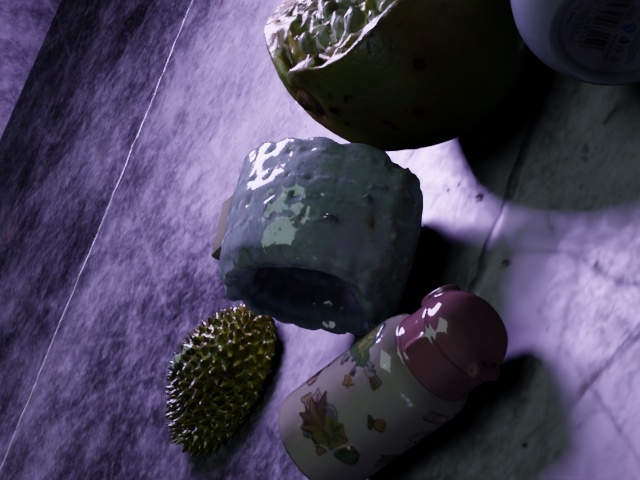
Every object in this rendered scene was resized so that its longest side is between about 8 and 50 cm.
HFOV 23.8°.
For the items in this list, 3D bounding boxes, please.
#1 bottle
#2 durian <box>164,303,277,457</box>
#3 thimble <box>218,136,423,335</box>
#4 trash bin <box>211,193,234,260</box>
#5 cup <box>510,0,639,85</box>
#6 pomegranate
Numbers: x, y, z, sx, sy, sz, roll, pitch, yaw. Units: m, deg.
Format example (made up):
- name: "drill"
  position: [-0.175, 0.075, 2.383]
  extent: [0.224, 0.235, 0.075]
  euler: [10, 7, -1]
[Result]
- name: "bottle"
  position: [0.076, 0.140, 1.484]
  extent: [0.253, 0.120, 0.120]
  euler: [-41, 34, 34]
- name: "durian"
  position: [-0.140, 0.170, 1.860]
  extent: [0.220, 0.095, 0.137]
  euler: [-57, 26, 25]
- name: "thimble"
  position: [0.000, 0.000, 1.644]
  extent: [0.250, 0.205, 0.172]
  euler: [-9, 59, 51]
- name: "trash bin"
  position: [-0.103, -0.012, 1.992]
  extent: [0.043, 0.061, 0.092]
  euler: [-38, 34, 39]
- name: "cup"
  position: [0.271, -0.304, 1.457]
  extent: [0.205, 0.205, 0.312]
  euler: [-40, 37, 37]
- name: "pomegranate"
  position: [0.125, -0.232, 1.661]
  extent: [0.358, 0.216, 0.310]
  euler: [-38, 21, -19]
